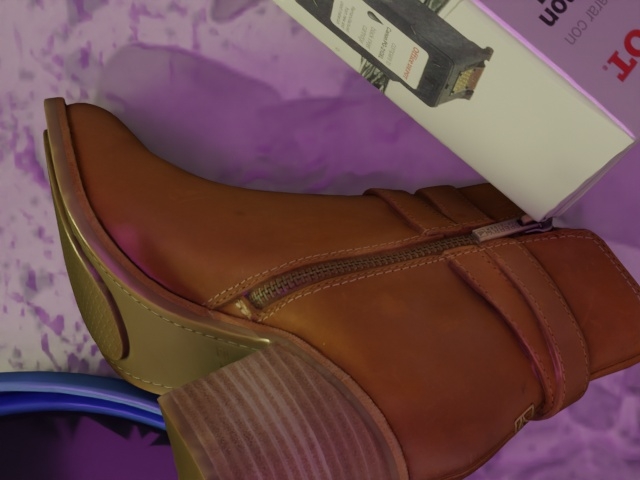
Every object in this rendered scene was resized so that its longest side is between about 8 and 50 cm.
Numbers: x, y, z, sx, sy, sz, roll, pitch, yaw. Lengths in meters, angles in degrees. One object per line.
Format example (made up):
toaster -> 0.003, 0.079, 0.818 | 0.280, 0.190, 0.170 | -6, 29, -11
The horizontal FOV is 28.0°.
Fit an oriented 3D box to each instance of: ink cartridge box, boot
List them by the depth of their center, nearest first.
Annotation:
ink cartridge box -> 0.069, -0.152, 0.560 | 0.237, 0.100, 0.172 | 40, 66, 0
boot -> 0.000, 0.000, 0.609 | 0.220, 0.283, 0.109 | -22, 134, -19

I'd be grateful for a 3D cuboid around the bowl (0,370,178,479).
bowl -> -0.138, 0.255, 0.679 | 0.391, 0.077, 0.391 | 1, 97, 6
